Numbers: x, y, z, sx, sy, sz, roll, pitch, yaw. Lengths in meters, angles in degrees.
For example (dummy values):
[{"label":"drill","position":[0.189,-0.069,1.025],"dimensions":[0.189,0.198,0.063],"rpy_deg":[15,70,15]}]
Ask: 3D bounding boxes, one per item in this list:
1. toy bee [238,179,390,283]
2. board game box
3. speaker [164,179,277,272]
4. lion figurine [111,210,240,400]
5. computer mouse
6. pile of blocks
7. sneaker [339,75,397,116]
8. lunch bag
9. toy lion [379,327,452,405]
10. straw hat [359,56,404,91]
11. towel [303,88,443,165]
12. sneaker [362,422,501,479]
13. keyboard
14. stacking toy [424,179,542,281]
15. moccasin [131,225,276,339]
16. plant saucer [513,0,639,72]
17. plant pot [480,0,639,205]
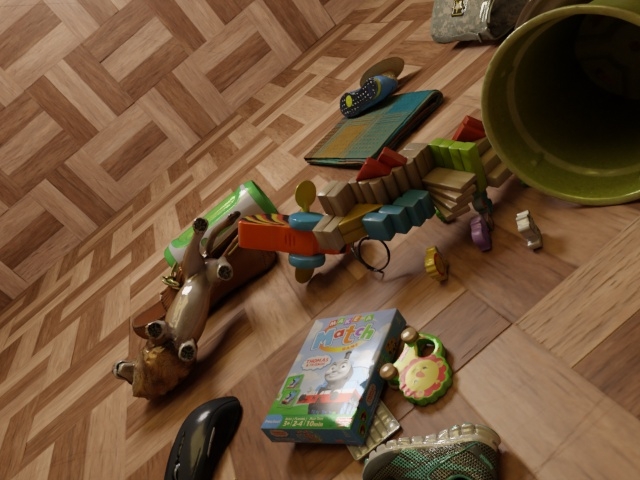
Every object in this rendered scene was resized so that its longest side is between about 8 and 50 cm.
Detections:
[{"label":"toy bee","position":[0.000,0.000,1.100],"dimensions":[0.162,0.298,0.195],"rpy_deg":[-32,-32,-61]},{"label":"board game box","position":[0.023,0.195,0.830],"dimensions":[0.160,0.039,0.211],"rpy_deg":[-14,31,37]},{"label":"speaker","position":[-0.260,-0.023,1.484],"dimensions":[0.297,0.131,0.131],"rpy_deg":[-39,26,3]},{"label":"lion figurine","position":[-0.268,0.135,1.146],"dimensions":[0.392,0.142,0.240],"rpy_deg":[-62,5,-21]},{"label":"computer mouse","position":[-0.185,0.342,0.875],"dimensions":[0.184,0.060,0.262],"rpy_deg":[-16,35,42]},{"label":"pile of blocks","position":[0.147,-0.099,0.905],"dimensions":[0.362,0.112,0.149],"rpy_deg":[-28,32,0]},{"label":"sneaker","position":[0.129,-0.390,1.552],"dimensions":[0.082,0.069,0.209],"rpy_deg":[-15,0,-30]},{"label":"lunch bag","position":[0.435,-0.638,1.485],"dimensions":[0.287,0.169,0.235],"rpy_deg":[-51,30,-5]},{"label":"toy lion","position":[0.135,0.170,0.758],"dimensions":[0.096,0.034,0.100],"rpy_deg":[4,49,46]},{"label":"straw hat","position":[0.188,-0.454,1.631],"dimensions":[0.145,0.144,0.061],"rpy_deg":[-30,70,20]},{"label":"towel","position":[0.125,-0.290,1.493],"dimensions":[0.271,0.040,0.370],"rpy_deg":[-46,24,-14]},{"label":"sneaker","position":[0.116,0.254,0.614],"dimensions":[0.167,0.065,0.076],"rpy_deg":[-28,32,27]},{"label":"keyboard","position":[0.033,0.219,0.832],"dimensions":[0.072,0.014,0.256],"rpy_deg":[-42,26,-3]},{"label":"stacking toy","position":[0.254,-0.041,0.905],"dimensions":[0.167,0.052,0.221],"rpy_deg":[-23,30,31]},{"label":"moccasin","position":[-0.286,0.093,1.306],"dimensions":[0.380,0.147,0.139],"rpy_deg":[-34,26,14]},{"label":"plant saucer","position":[0.460,-0.363,0.935],"dimensions":[0.278,0.278,0.041],"rpy_deg":[-26,60,27]},{"label":"plant pot","position":[0.409,-0.233,0.801],"dimensions":[0.276,0.276,0.254],"rpy_deg":[-6,31,50]}]
